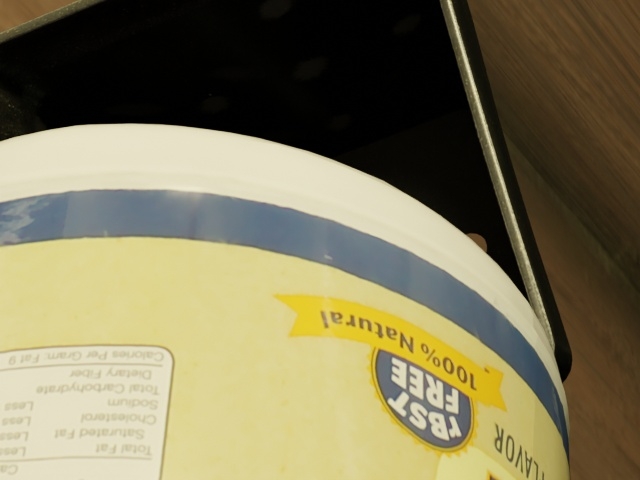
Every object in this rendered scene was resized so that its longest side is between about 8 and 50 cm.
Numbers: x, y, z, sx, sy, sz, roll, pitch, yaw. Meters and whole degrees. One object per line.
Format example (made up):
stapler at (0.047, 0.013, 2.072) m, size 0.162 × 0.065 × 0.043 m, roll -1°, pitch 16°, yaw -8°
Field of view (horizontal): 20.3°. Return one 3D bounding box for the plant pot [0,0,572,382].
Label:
plant pot at (0.000, 0.000, 0.688) m, size 0.167 × 0.188 × 0.187 m, roll 25°, pitch 47°, yaw -65°

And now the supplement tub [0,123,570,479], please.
supplement tub at (-0.048, 0.155, 0.432) m, size 0.228 × 0.228 × 0.316 m, roll 42°, pitch 37°, yaw -37°
